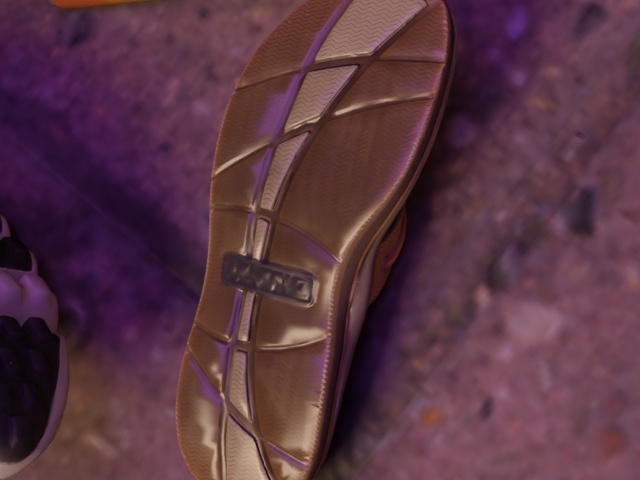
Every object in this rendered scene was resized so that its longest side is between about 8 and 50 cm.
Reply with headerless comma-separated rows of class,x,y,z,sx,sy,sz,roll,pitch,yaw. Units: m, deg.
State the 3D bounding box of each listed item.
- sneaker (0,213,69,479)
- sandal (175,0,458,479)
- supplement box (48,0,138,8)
sneaker,-0.199,0.001,0.566,0.292,0.110,0.118,40,100,30
sandal,0.000,0.000,0.524,0.072,0.049,0.180,19,99,27
supplement box,-0.001,-0.137,0.536,0.233,0.078,0.080,-2,74,18
